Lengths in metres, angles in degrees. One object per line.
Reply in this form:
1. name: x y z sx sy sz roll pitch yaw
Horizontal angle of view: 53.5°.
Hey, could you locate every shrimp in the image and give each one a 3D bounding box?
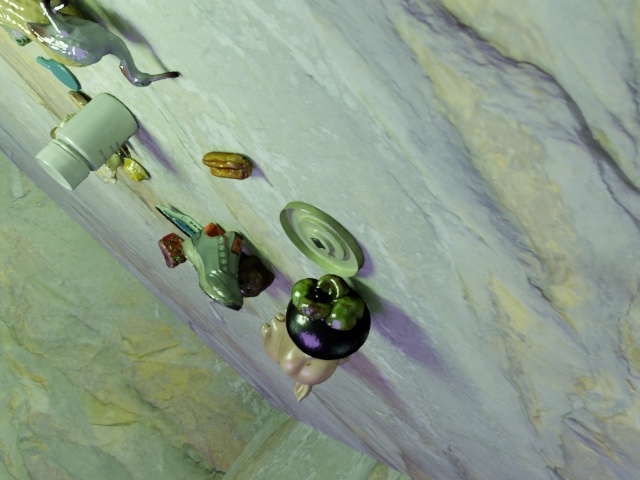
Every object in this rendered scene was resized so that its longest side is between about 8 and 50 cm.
1. shrimp: -0.651 -0.341 1.876 0.143 0.052 0.251 28 153 57

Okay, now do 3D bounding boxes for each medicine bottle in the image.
1. medicine bottle: -0.618 -0.262 1.685 0.144 0.252 0.144 32 157 15

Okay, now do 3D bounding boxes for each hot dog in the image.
1. hot dog: -0.218 -0.176 1.483 0.165 0.045 0.071 12 144 50

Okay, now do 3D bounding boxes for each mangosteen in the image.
1. mangosteen: 0.020 0.192 1.615 0.243 0.243 0.243 33 158 15

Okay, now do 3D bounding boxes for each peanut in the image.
1. peanut: -0.610 -0.495 1.385 0.305 0.147 0.147 37 159 -5

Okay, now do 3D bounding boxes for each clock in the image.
1. clock: 0.000 0.000 1.496 0.235 0.029 0.235 33 158 15

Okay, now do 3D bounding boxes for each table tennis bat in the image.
1. table tennis bat: -0.736 -0.473 1.781 0.155 0.019 0.100 31 158 16

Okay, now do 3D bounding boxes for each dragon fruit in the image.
1. dragon fruit: -0.535 0.047 2.388 0.096 0.102 0.147 21 148 34

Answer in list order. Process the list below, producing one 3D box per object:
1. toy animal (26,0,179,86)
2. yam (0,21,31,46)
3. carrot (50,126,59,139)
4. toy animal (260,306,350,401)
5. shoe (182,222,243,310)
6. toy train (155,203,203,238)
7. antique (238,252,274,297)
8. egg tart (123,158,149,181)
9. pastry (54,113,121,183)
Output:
1. toy animal: -0.470 -0.409 1.299 0.195 0.090 0.324 -25 118 33
2. yam: -0.779 -0.590 1.522 0.093 0.093 0.259 10 144 52
3. carrot: -0.874 -0.375 2.173 0.254 0.049 0.049 1 137 52
4. toy animal: -0.071 0.353 2.090 0.269 0.237 0.326 51 163 -3
5. shoe: -0.280 0.059 1.878 0.132 0.171 0.336 31 -166 -46
6. toy train: -0.447 -0.053 2.100 0.234 0.051 0.052 40 159 8
7. antique: -0.258 0.118 2.009 0.257 0.143 0.121 7 141 50
8. egg tart: -0.592 -0.220 2.021 0.105 0.039 0.105 33 160 14
9. pastry: -0.738 -0.294 2.043 0.258 0.089 0.121 41 156 -7
